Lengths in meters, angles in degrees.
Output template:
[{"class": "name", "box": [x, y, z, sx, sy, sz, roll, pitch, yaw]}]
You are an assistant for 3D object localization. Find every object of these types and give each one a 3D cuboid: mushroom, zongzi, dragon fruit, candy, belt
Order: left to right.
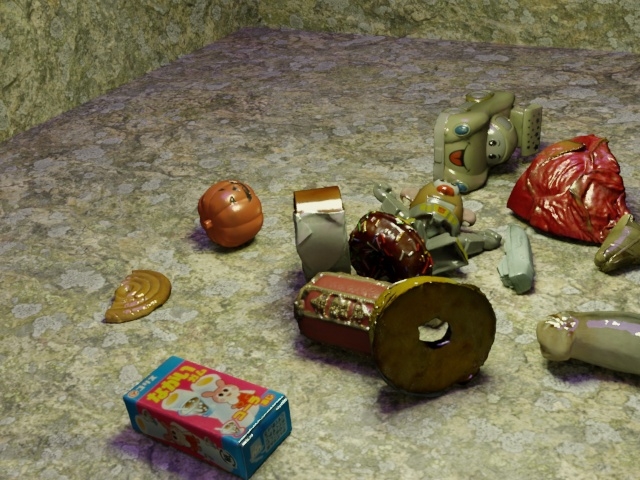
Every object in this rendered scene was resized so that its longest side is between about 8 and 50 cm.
[{"class": "candy", "box": [-0.224, 0.340, 1.633, 0.305, 0.100, 0.157, 14, 36, 30]}, {"class": "belt", "box": [0.000, 0.000, 1.971, 0.122, 0.339, 0.217, -8, 62, -2]}, {"class": "dragon fruit", "box": [0.717, -0.110, 2.192, 0.240, 0.302, 0.330, 10, 30, -44]}, {"class": "zongzi", "box": [0.768, 0.043, 2.009, 0.176, 0.078, 0.160, 38, 71, 9]}, {"class": "mushroom", "box": [0.631, 0.222, 1.644, 0.397, 0.126, 0.177, 19, 46, 32]}]

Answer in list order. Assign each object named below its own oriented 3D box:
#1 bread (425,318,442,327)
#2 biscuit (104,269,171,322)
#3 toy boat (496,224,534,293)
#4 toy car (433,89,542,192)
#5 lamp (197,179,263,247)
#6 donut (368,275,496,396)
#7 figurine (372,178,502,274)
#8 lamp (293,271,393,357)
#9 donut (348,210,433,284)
[{"class": "bread", "box": [0.248, 0.149, 1.896, 0.083, 0.077, 0.070, 9, 36, 28]}, {"class": "biscuit", "box": [-0.455, 0.135, 2.111, 0.144, 0.033, 0.224, 0, 31, 12]}, {"class": "toy boat", "box": [0.480, 0.037, 2.053, 0.085, 0.078, 0.260, -21, 26, 22]}, {"class": "toy car", "box": [0.497, -0.298, 2.485, 0.226, 0.242, 0.336, 17, 35, 31]}, {"class": "lamp", "box": [-0.256, -0.071, 2.285, 0.187, 0.188, 0.164, 22, 40, 40]}, {"class": "donut", "box": [0.217, 0.182, 1.676, 0.272, 0.272, 0.107, -13, 20, -12]}, {"class": "figurine", "box": [0.293, -0.049, 2.142, 0.167, 0.342, 0.285, -42, 10, 36]}, {"class": "lamp", "box": [0.076, 0.162, 1.823, 0.274, 0.177, 0.177, 10, 33, 31]}, {"class": "donut", "box": [0.160, 0.038, 1.990, 0.230, 0.216, 0.096, 33, 55, 29]}]
